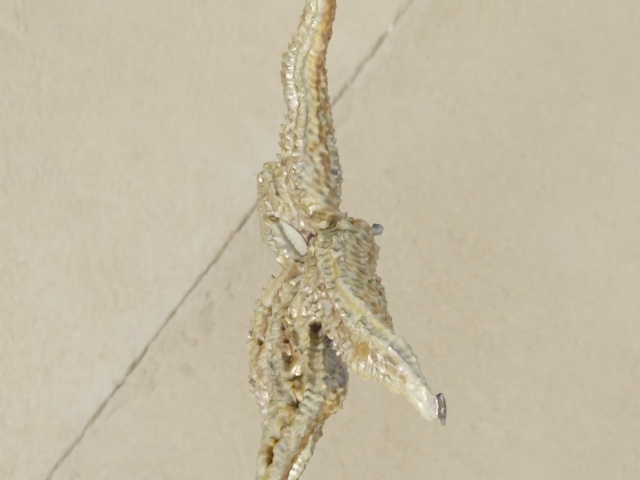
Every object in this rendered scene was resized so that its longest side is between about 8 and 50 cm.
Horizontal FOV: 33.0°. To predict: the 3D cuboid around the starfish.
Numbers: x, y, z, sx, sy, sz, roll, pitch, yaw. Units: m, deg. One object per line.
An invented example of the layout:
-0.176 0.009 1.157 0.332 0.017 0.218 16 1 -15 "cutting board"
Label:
0.005 0.025 0.633 0.084 0.301 0.294 7 53 -13 "starfish"
